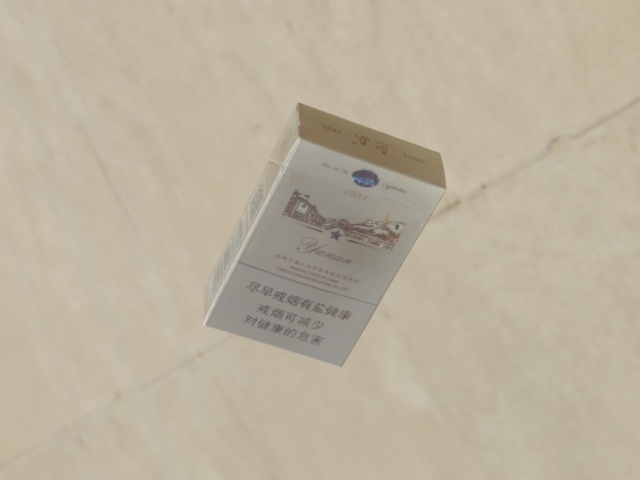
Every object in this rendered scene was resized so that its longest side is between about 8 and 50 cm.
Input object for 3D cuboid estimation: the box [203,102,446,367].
[{"bbox_3d":[0.000,0.000,0.537,0.024,0.053,0.083,-96,30,-55],"label":"box"}]
